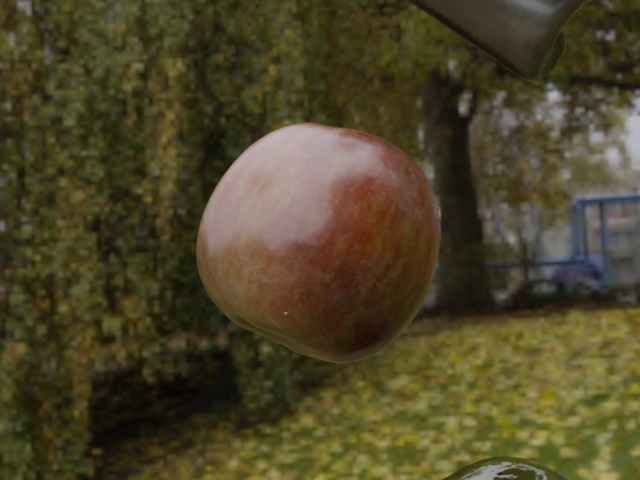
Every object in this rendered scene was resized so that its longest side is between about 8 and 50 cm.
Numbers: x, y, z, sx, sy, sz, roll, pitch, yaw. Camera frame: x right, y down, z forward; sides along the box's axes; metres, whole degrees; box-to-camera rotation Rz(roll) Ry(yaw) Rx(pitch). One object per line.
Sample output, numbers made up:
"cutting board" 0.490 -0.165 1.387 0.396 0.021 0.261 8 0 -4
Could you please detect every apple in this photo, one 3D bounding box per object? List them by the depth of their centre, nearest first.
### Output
"apple" 0.000 0.000 1.087 0.188 0.174 0.188 22 -11 5

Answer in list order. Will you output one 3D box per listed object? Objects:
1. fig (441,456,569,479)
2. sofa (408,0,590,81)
"fig" 0.147 0.301 1.102 0.195 0.245 0.195 -18 7 2
"sofa" 0.088 -0.213 0.760 0.200 0.182 0.258 37 -21 15
